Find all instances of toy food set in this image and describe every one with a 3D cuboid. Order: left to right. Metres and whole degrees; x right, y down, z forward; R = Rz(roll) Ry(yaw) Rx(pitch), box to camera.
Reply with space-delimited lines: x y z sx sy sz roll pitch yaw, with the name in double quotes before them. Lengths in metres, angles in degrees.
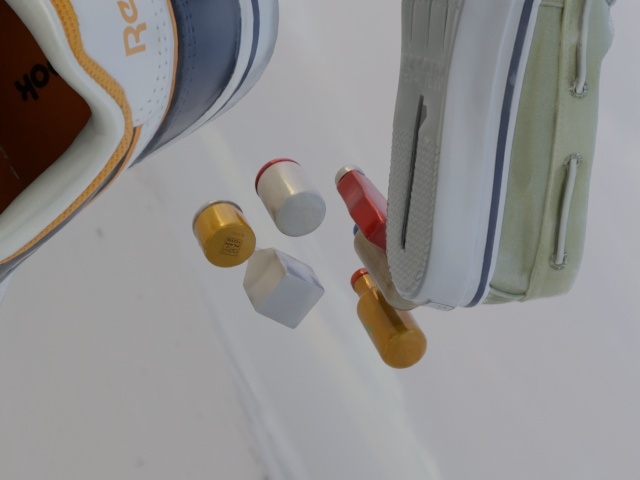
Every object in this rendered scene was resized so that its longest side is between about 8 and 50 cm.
"toy food set" 0.000 0.000 1.143 0.232 0.111 0.104 27 19 -34

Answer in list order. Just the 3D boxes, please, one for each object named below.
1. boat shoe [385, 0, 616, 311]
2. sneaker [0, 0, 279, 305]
"boat shoe" 0.097 -0.111 0.736 0.109 0.094 0.302 -133 -132 -65
"sneaker" -0.166 -0.020 0.564 0.126 0.321 0.127 55 30 4
